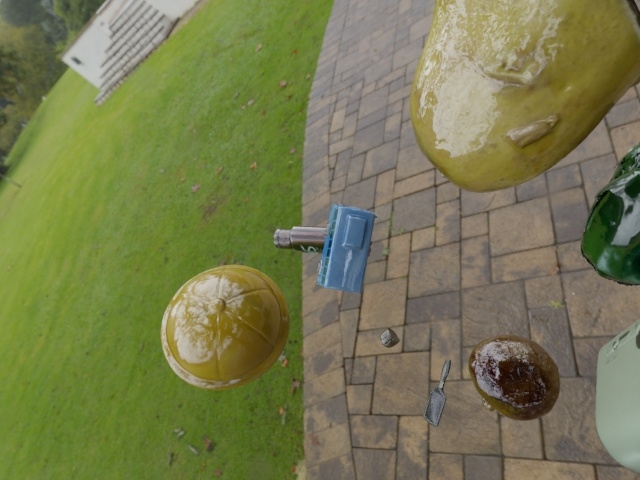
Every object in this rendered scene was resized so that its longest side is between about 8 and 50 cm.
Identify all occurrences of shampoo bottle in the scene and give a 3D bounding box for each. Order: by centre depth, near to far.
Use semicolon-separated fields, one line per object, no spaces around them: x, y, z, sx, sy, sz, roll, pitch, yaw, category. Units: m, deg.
0.000;0.000;1.384;0.323;0.129;0.084;3;67;24;shampoo bottle

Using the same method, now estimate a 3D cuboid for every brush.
0.342;0.434;1.202;0.063;0.016;0.193;16;88;62;brush

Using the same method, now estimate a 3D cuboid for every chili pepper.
0.622;-0.044;0.756;0.249;0.256;0.233;3;45;19;chili pepper

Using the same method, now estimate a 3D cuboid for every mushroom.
0.782;0.543;1.671;0.345;0.345;0.239;-50;11;-1;mushroom

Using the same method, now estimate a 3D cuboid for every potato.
0.219;-0.264;0.595;0.296;0.397;0.290;-44;7;24;potato

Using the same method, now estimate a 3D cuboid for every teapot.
0.285;0.422;1.766;0.068;0.076;0.121;-45;-1;15;teapot

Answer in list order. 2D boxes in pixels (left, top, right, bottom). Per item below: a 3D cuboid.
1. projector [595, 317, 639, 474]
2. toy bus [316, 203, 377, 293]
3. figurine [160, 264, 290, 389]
0.625;0.243;0.652;0.249;0.249;0.248;20;54;15;projector
0.070;0.019;1.125;0.133;0.116;0.233;-176;97;-79;toy bus
-0.166;0.137;0.665;0.257;0.167;0.192;-29;50;54;figurine
